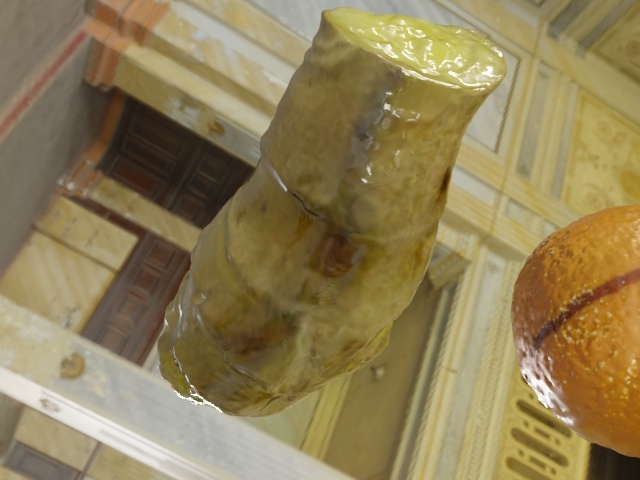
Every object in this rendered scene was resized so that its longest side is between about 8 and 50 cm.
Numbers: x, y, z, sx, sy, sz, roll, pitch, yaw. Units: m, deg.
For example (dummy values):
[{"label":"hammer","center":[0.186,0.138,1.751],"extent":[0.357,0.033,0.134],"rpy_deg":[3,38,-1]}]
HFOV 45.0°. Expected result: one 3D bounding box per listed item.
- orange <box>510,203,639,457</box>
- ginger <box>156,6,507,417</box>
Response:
[{"label":"orange","center":[0.234,0.060,0.546],"extent":[0.193,0.193,0.161],"rpy_deg":[-74,-170,-55]},{"label":"ginger","center":[0.000,0.000,0.423],"extent":[0.116,0.109,0.263],"rpy_deg":[54,-55,38]}]
